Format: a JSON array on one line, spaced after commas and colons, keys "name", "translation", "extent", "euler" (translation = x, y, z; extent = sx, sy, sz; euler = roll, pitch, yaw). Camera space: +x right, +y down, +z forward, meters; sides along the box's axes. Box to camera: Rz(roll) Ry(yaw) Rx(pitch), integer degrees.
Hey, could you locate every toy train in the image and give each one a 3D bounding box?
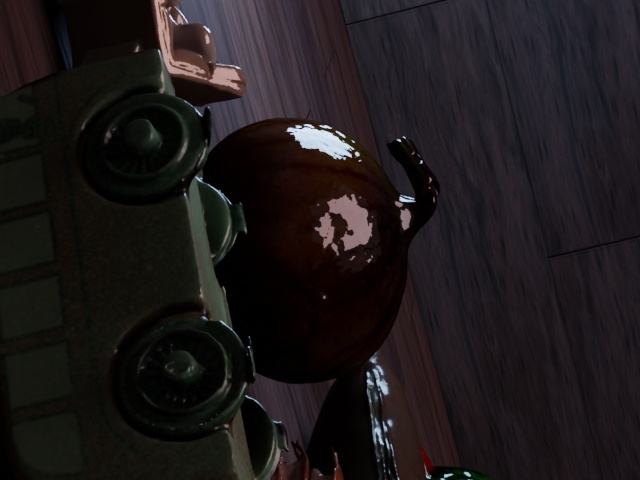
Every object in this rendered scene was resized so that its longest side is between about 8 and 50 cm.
[{"name": "toy train", "translation": [-0.112, 0.048, 1.097], "extent": [0.129, 0.159, 0.326], "euler": [68, 8, -59]}]

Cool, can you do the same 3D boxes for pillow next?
[{"name": "pillow", "translation": [0.038, 0.293, 1.722], "extent": [0.308, 0.108, 0.305], "euler": [-97, -169, -56]}]

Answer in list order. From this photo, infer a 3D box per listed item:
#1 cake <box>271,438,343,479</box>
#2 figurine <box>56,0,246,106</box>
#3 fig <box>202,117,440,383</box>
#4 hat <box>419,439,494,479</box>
[{"name": "cake", "translation": [-0.028, 0.276, 1.526], "extent": [0.135, 0.098, 0.287], "euler": [67, 17, -45]}, {"name": "figurine", "translation": [-0.127, -0.216, 1.435], "extent": [0.141, 0.162, 0.237], "euler": [-2, 83, -49]}, {"name": "fig", "translation": [-0.017, 0.007, 1.691], "extent": [0.235, 0.214, 0.235], "euler": [12, 90, -82]}, {"name": "hat", "translation": [0.108, 0.328, 2.008], "extent": [0.332, 0.274, 0.242], "euler": [49, -19, 27]}]
